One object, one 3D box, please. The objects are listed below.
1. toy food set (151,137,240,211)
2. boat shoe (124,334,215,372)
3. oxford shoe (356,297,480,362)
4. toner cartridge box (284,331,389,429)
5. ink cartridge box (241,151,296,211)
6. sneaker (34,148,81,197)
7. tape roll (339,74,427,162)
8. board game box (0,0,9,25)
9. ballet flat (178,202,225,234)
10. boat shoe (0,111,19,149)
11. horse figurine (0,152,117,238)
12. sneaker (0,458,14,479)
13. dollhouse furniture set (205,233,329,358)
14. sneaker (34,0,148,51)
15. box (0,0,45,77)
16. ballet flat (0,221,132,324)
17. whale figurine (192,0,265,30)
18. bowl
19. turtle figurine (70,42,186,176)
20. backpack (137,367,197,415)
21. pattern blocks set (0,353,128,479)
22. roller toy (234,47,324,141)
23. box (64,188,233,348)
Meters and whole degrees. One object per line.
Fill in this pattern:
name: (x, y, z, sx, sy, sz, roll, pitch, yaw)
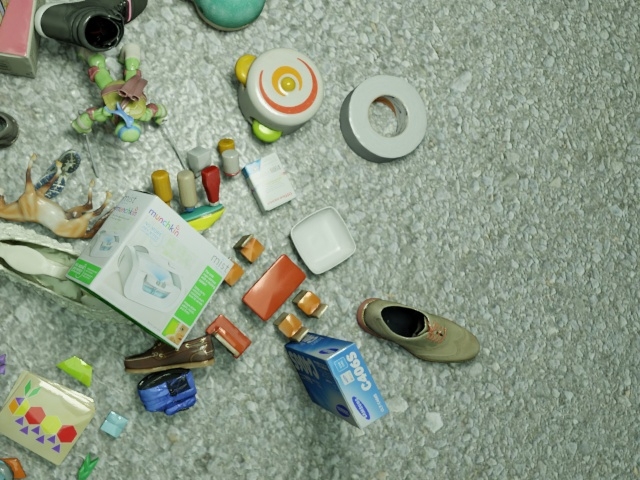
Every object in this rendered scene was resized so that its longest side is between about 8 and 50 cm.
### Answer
toy food set: (-0.273, -0.144, 1.582, 0.232, 0.111, 0.104, -37, 140, -38)
boat shoe: (-0.341, 0.252, 1.519, 0.207, 0.073, 0.073, -8, 100, 0)
oxford shoe: (0.267, 0.240, 1.709, 0.349, 0.130, 0.122, 17, 80, -16)
toner cartridge box: (0.025, 0.302, 1.512, 0.075, 0.348, 0.165, -29, 94, -17)
ink cartridge box: (-0.126, -0.141, 1.654, 0.089, 0.052, 0.122, -26, 93, -18)
sneaker: (-0.587, -0.150, 1.510, 0.135, 0.058, 0.052, -44, 125, 4)
tape roll: (0.163, -0.315, 1.753, 0.219, 0.072, 0.219, 2, 85, -19)
board game box: (-0.656, -0.429, 1.299, 0.045, 0.147, 0.193, 17, 81, -14)
ballet flat: (-0.331, -0.026, 1.576, 0.231, 0.077, 0.077, -16, 112, -16)
boat shoe: (-0.816, -0.240, 1.414, 0.336, 0.095, 0.112, -3, 87, -18)
horse figurine: (-0.573, -0.075, 1.481, 0.263, 0.066, 0.174, 29, 101, -26)
sneaker: (-0.749, 0.531, 1.349, 0.262, 0.125, 0.104, -21, 98, -13)
dollhouse furniture set: (-0.143, 0.149, 1.581, 0.262, 0.135, 0.259, 44, 74, -10)
sneaker: (-0.458, -0.485, 1.485, 0.147, 0.104, 0.296, 26, 40, 23)
box: (-0.673, -0.490, 1.453, 0.127, 0.149, 0.232, 6, 83, -16)
ballet flat: (-0.546, 0.082, 1.458, 0.409, 0.147, 0.146, 23, 79, -16)
whale figurine: (-0.238, -0.644, 1.612, 0.216, 0.141, 0.271, -27, 93, -18)
bowl: (0.000, 0.000, 1.684, 0.142, 0.053, 0.142, -31, 96, -18)
turtle figurine: (-0.460, -0.300, 1.534, 0.198, 0.274, 0.266, -17, 70, 3)
backpack: (-0.345, 0.342, 1.520, 0.120, 0.098, 0.101, -17, 95, -19)
pattern blocks set: (-0.605, 0.382, 1.469, 0.325, 0.026, 0.285, 44, 75, -10)
roller toy: (-0.095, -0.362, 1.633, 0.191, 0.146, 0.209, -24, 93, -19)
box: (-0.357, 0.061, 1.441, 0.262, 0.127, 0.231, 48, 68, -39)
